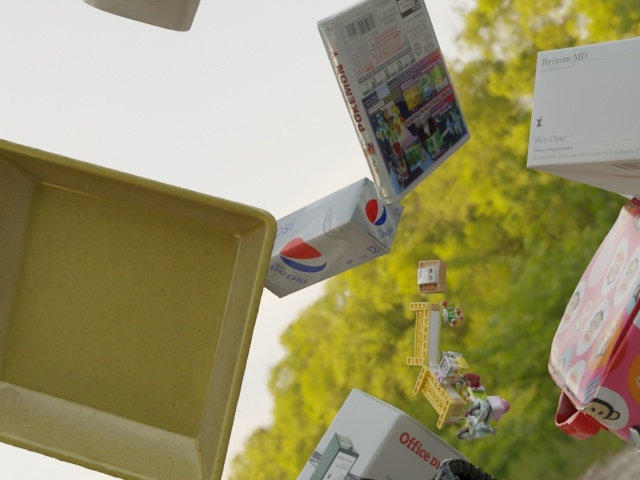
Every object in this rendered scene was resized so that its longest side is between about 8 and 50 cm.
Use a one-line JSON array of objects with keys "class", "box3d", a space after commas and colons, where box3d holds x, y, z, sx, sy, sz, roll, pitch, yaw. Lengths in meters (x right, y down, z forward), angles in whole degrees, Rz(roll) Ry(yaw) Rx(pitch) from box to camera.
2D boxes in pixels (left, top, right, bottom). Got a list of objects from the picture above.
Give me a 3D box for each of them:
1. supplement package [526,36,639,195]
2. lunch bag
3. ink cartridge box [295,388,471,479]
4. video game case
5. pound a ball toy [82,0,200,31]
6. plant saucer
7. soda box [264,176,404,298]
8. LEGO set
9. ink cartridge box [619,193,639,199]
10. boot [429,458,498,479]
[{"class": "supplement package", "box3d": [0.408, -0.143, 1.436, 0.204, 0.262, 0.145, 11, -98, -39]}, {"class": "lunch bag", "box3d": [0.322, 0.093, 1.270, 0.258, 0.120, 0.293, -62, 0, 8]}, {"class": "ink cartridge box", "box3d": [0.070, 0.401, 1.862, 0.211, 0.121, 0.289, 41, -103, -39]}, {"class": "video game case", "box3d": [0.077, -0.152, 1.212, 0.023, 0.183, 0.201, -13, 15, 32]}, {"class": "pound a ball toy", "box3d": [-0.105, -0.372, 1.251, 0.208, 0.136, 0.319, 11, -66, -30]}, {"class": "plant saucer", "box3d": [-0.228, 0.081, 1.345, 0.081, 0.332, 0.333, -43, -33, -75]}, {"class": "soda box", "box3d": [0.000, 0.000, 2.003, 0.286, 0.091, 0.098, -24, 36, 47]}, {"class": "LEGO set", "box3d": [0.204, 0.168, 1.798, 0.107, 0.287, 0.132, 7, -42, -26]}, {"class": "ink cartridge box", "box3d": [0.500, -0.186, 1.914, 0.078, 0.134, 0.231, 9, -74, -41]}, {"class": "boot", "box3d": [0.089, 0.392, 1.611, 0.260, 0.131, 0.348, -40, -32, 25]}]
